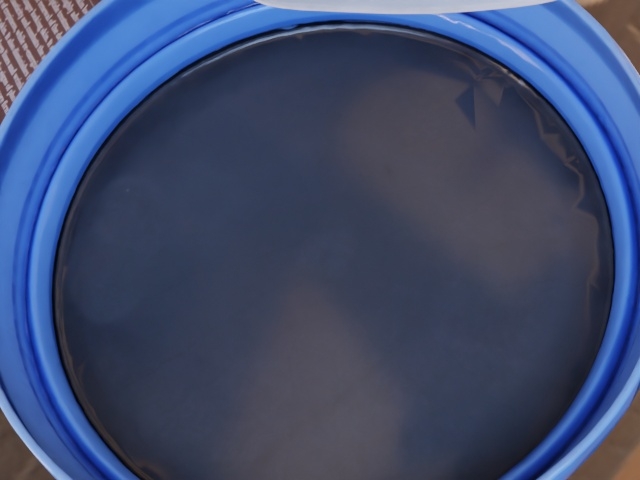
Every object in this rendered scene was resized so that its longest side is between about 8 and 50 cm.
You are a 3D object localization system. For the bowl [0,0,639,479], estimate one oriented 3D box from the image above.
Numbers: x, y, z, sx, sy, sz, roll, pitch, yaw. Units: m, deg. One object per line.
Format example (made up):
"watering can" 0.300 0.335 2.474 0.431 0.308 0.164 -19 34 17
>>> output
"bowl" 0.000 0.000 0.819 0.391 0.391 0.077 -40 155 -10

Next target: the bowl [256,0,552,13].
"bowl" 0.042 -0.141 0.466 0.142 0.053 0.142 -3 144 -15

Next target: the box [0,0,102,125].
"box" -0.203 -0.110 1.164 0.381 0.191 0.143 -47 133 13
